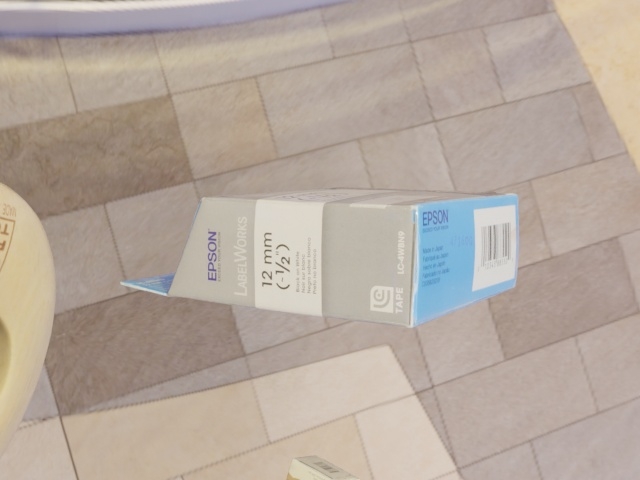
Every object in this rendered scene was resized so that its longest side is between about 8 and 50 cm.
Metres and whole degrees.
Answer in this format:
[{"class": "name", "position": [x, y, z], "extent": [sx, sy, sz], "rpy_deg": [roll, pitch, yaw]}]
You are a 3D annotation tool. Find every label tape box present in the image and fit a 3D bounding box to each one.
[{"class": "label tape box", "position": [0.000, 0.000, 0.879], "extent": [0.249, 0.348, 0.115], "rpy_deg": [-10, 104, -57]}]

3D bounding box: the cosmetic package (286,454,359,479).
[{"class": "cosmetic package", "position": [-0.011, 0.272, 0.804], "extent": [0.041, 0.060, 0.115], "rpy_deg": [13, 93, -53]}]

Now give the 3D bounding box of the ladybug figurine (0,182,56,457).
[{"class": "ladybug figurine", "position": [-0.418, 0.117, 0.767], "extent": [0.305, 0.162, 0.449], "rpy_deg": [25, 93, -55]}]
